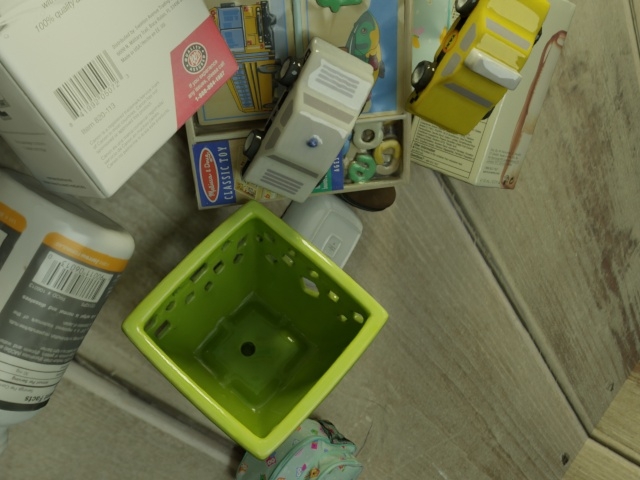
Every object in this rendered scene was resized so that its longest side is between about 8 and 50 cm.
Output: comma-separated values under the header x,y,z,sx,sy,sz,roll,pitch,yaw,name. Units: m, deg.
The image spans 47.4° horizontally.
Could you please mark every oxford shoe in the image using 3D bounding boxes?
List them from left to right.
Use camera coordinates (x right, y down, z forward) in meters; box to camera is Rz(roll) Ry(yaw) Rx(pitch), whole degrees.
x,y,z,sx,sy,sz,roll,pitch,yaw,name
0.065,-0.104,1.045,0.227,0.096,0.082,42,62,-51,oxford shoe

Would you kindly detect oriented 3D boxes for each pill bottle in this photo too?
x,y,z,sx,sy,sz,roll,pitch,yaw,name
-0.319,0.081,0.724,0.162,0.162,0.278,31,89,-49,pill bottle

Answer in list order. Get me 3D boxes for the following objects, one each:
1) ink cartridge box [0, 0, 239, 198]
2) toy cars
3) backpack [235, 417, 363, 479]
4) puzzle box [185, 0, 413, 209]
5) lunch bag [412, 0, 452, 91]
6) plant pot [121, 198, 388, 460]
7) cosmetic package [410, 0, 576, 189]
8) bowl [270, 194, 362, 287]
x,y,z,sx,sy,sz,roll,pitch,yaw,name
-0.227,-0.210,0.638,0.207,0.117,0.283,-52,131,-29,ink cartridge box
0.083,-0.158,0.806,0.394,0.087,0.176,-22,122,2,toy cars
-0.035,0.373,1.180,0.188,0.144,0.166,34,91,-45,backpack
-0.032,-0.237,0.819,0.272,0.052,0.409,-7,121,-6,puzzle box
0.076,-0.315,0.942,0.224,0.108,0.279,-23,126,-37,lunch bag
-0.081,0.124,0.916,0.227,0.228,0.207,-46,171,-18,plant pot
0.258,-0.242,1.131,0.129,0.153,0.296,-1,113,-46,cosmetic package
0.000,0.000,1.078,0.142,0.053,0.142,35,85,-47,bowl
